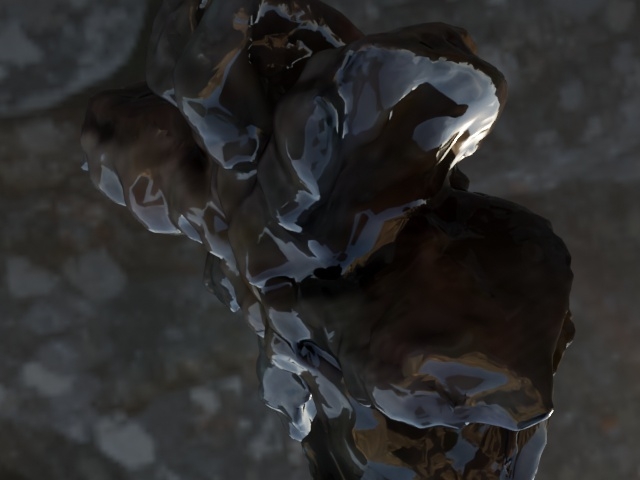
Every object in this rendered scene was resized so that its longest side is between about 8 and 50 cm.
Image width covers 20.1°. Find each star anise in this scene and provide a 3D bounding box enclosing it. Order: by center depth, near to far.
[{"bbox_3d":[0.000,0.000,0.561,0.093,0.236,0.229,-31,139,-21],"label":"star anise"}]
